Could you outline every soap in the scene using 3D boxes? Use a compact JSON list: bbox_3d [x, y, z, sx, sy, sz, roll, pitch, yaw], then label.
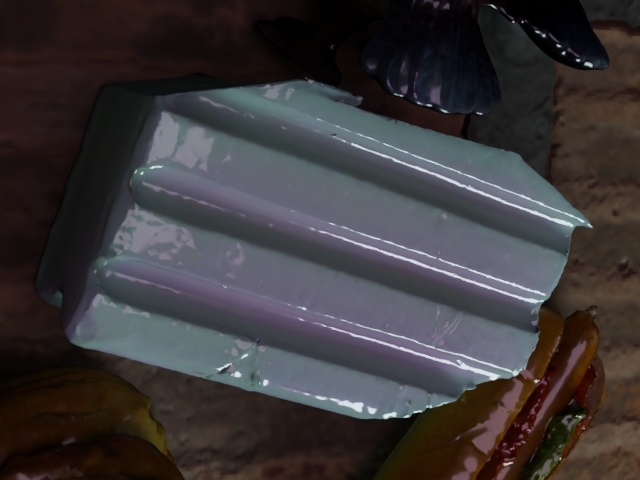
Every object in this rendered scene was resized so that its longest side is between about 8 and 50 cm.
[{"bbox_3d":[0.000,0.000,0.597,0.230,0.091,0.145,18,96,-27],"label":"soap"}]

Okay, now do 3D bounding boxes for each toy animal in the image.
[{"bbox_3d":[0.053,-0.152,0.572,0.218,0.116,0.179,10,97,-19],"label":"toy animal"}]

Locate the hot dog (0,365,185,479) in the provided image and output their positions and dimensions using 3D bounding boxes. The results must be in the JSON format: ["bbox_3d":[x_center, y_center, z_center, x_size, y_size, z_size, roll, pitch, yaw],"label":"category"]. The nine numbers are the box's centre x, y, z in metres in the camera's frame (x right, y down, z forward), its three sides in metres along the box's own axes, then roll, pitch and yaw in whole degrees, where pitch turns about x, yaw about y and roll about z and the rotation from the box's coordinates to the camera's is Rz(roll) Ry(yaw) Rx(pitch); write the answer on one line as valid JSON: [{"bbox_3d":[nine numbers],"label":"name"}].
[{"bbox_3d":[-0.172,0.174,0.539,0.272,0.122,0.196,-26,111,-19],"label":"hot dog"}]

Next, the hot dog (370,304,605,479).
[{"bbox_3d":[0.081,0.129,0.676,0.092,0.062,0.235,37,84,-23],"label":"hot dog"}]
